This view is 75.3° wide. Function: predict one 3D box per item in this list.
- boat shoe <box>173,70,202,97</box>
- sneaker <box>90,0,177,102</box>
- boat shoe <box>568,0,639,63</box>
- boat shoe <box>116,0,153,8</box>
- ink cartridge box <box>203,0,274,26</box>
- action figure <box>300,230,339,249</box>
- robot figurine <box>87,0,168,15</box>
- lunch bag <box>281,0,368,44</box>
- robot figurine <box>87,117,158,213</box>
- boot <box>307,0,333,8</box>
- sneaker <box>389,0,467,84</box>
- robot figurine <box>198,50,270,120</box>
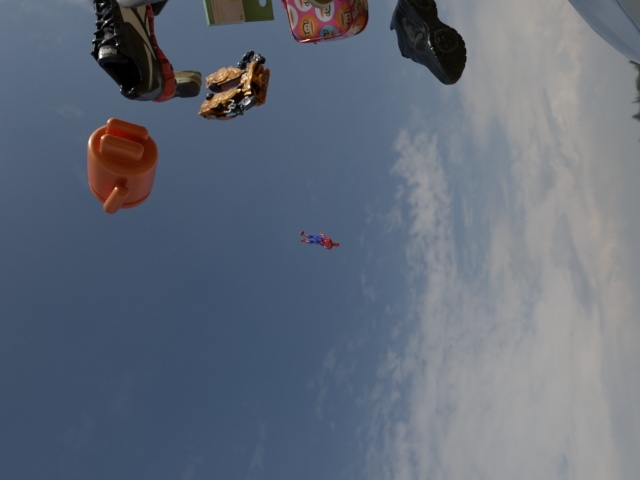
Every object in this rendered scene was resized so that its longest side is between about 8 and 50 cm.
[{"bbox_3d":[-0.393,-0.405,1.063,0.068,0.190,0.072,81,-166,-66],"label":"boat shoe"},{"bbox_3d":[-0.374,-0.392,0.781,0.135,0.098,0.276,-56,-43,-54],"label":"sneaker"},{"bbox_3d":[0.186,-0.268,0.236,0.367,0.156,0.135,27,-148,-29],"label":"boat shoe"},{"bbox_3d":[-0.151,-0.378,0.482,0.123,0.325,0.116,-54,-53,-44],"label":"boat shoe"},{"bbox_3d":[-0.270,-0.810,1.364,0.235,0.056,0.171,-14,-66,-17],"label":"ink cartridge box"},{"bbox_3d":[0.000,0.000,1.124,0.030,0.115,0.038,-35,-47,-49],"label":"action figure"},{"bbox_3d":[-0.516,-0.726,1.090,0.278,0.209,0.173,-56,-5,6],"label":"robot figurine"},{"bbox_3d":[-0.011,-0.682,1.097,0.120,0.258,0.293,-35,-55,-44],"label":"lunch bag"},{"bbox_3d":[-0.403,-0.146,0.843,0.128,0.219,0.158,-27,-102,-36],"label":"robot figurine"},{"bbox_3d":[-0.079,-0.536,0.819,0.095,0.203,0.262,-43,-82,-14],"label":"boot"},{"bbox_3d":[0.270,-0.503,1.061,0.109,0.130,0.286,-14,-109,-22],"label":"sneaker"},{"bbox_3d":[-0.271,-0.482,1.326,0.085,0.291,0.210,20,-104,-51],"label":"robot figurine"}]
